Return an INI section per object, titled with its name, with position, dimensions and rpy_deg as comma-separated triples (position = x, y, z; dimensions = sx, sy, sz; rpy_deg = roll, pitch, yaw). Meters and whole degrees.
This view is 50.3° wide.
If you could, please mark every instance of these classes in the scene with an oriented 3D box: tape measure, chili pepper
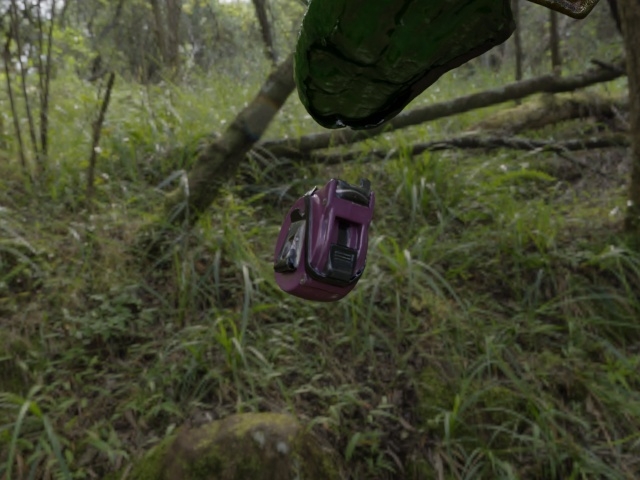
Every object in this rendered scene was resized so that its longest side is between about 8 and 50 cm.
[tape measure]
position = 0.000, 0.000, 0.705
dimensions = 0.074, 0.125, 0.118
rpy_deg = 17, -18, -24
[chili pepper]
position = 0.092, -0.281, 0.784
dimensions = 0.213, 0.168, 0.385
rpy_deg = 6, -23, -19

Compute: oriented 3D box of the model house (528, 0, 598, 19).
[model house]
position = 0.425, -0.514, 1.201
dimensions = 0.173, 0.268, 0.239
rpy_deg = 19, 17, -42

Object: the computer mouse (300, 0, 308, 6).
[computer mouse]
position = 0.052, -0.404, 1.097
dimensions = 0.288, 0.159, 0.097
rpy_deg = -7, -40, -47
